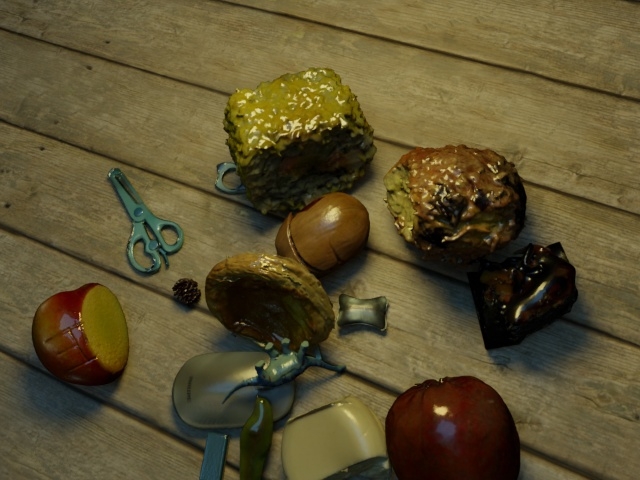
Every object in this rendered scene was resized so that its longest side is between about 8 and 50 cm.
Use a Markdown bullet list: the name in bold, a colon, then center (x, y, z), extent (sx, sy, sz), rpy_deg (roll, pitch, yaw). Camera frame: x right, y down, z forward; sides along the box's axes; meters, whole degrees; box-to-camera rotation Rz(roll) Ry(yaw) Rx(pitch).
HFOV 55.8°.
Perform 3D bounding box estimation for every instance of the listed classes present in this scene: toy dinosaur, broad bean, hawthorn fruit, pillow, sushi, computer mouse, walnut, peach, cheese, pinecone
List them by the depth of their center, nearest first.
- **hawthorn fruit**: center (0.296, 0.453, 1.338), extent (0.308, 0.308, 0.324), rpy_deg (-25, 101, 1)
- **cheese**: center (0.032, 0.498, 1.430), extent (0.266, 0.127, 0.233), rpy_deg (-30, 64, 21)
- **sushi**: center (0.493, 0.122, 1.458), extent (0.227, 0.212, 0.215), rpy_deg (-11, 67, 6)
- **broad bean**: center (-0.162, 0.546, 1.492), extent (0.075, 0.067, 0.325), rpy_deg (2, 86, 25)
- **toy dinosaur**: center (-0.093, 0.308, 1.501), extent (0.329, 0.144, 0.076), rpy_deg (-13, 31, -15)
- **computer mouse**: center (-0.229, 0.386, 1.570), extent (0.331, 0.095, 0.197), rpy_deg (-6, 73, 9)
- **pillow**: center (0.109, 0.187, 1.592), extent (0.136, 0.055, 0.091), rpy_deg (3, 39, 9)
- **walnut**: center (0.000, 0.000, 1.615), extent (0.298, 0.203, 0.203), rpy_deg (-40, 67, 13)
- **peach**: center (-0.639, 0.267, 1.629), extent (0.245, 0.249, 0.274), rpy_deg (-33, 78, 35)
- **sushi**: center (-0.054, -0.259, 1.640), extent (0.397, 0.351, 0.240), rpy_deg (-20, 59, -10)
- **pinecone**: center (-0.376, 0.145, 1.699), extent (0.077, 0.077, 0.083), rpy_deg (-24, 77, 2)

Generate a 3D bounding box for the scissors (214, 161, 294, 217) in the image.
- **scissors**: center (-0.162, -0.144, 1.785), extent (0.191, 0.029, 0.360), rpy_deg (-42, 68, -7)

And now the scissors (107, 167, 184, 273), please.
- **scissors**: center (-0.549, -0.072, 1.833), extent (0.180, 0.032, 0.393), rpy_deg (-35, 68, -3)

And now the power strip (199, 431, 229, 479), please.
- **power strip**: center (-0.269, 0.553, 1.544), extent (0.056, 0.032, 0.123), rpy_deg (4, 70, 12)

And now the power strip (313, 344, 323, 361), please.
- **power strip**: center (-0.011, 0.284, 1.596), extent (0.017, 0.027, 0.083), rpy_deg (-16, 67, 2)

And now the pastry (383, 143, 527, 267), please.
- **pastry**: center (0.348, -0.092, 1.493), extent (0.337, 0.405, 0.292), rpy_deg (-4, 102, -7)

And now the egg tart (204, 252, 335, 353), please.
- **egg tart**: center (-0.120, 0.142, 1.533), extent (0.352, 0.352, 0.150), rpy_deg (4, 42, 13)
